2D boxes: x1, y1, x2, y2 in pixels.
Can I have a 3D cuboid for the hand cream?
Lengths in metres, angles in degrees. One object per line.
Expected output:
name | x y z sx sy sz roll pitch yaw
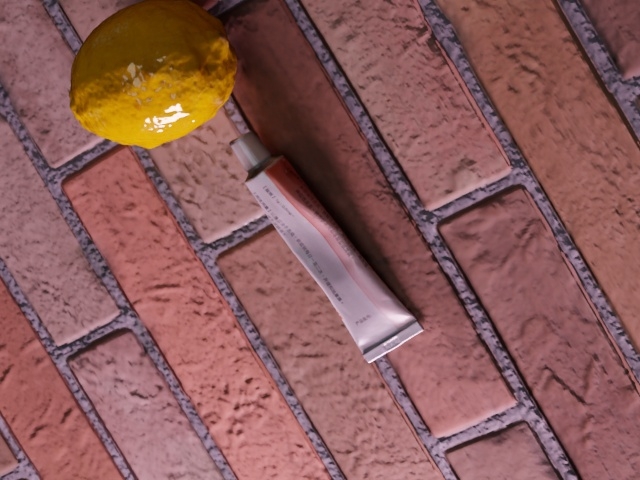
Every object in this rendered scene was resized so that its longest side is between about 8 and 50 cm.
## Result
hand cream | 0.000 0.000 1.499 0.216 0.038 0.052 53 147 -8

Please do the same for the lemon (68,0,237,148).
lemon | -0.135 -0.131 1.463 0.155 0.114 0.114 -21 99 33
